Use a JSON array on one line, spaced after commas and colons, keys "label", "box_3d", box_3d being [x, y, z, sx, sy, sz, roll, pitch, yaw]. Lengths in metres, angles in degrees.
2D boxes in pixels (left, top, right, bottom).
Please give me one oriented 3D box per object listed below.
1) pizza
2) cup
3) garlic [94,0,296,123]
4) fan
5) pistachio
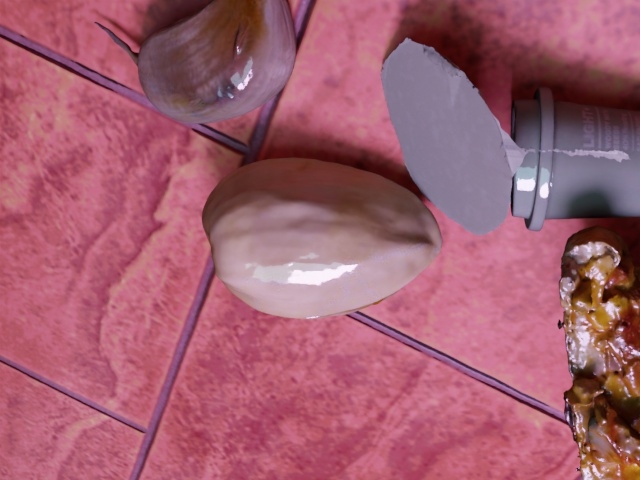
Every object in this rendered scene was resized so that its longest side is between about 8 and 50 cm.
[{"label": "pizza", "box_3d": [0.253, 0.109, 0.783, 0.081, 0.228, 0.289, -2, 154, 21]}, {"label": "cup", "box_3d": [0.227, -0.067, 0.766, 0.141, 0.120, 0.120, 0, 127, 7]}, {"label": "garlic", "box_3d": [-0.110, -0.169, 0.849, 0.198, 0.090, 0.128, -11, 106, 37]}, {"label": "fan", "box_3d": [0.135, -0.075, 0.730, 0.310, 0.010, 0.182, 21, 136, 63]}, {"label": "pistachio", "box_3d": [0.000, 0.000, 0.894, 0.230, 0.157, 0.157, 2, 128, 5]}]
